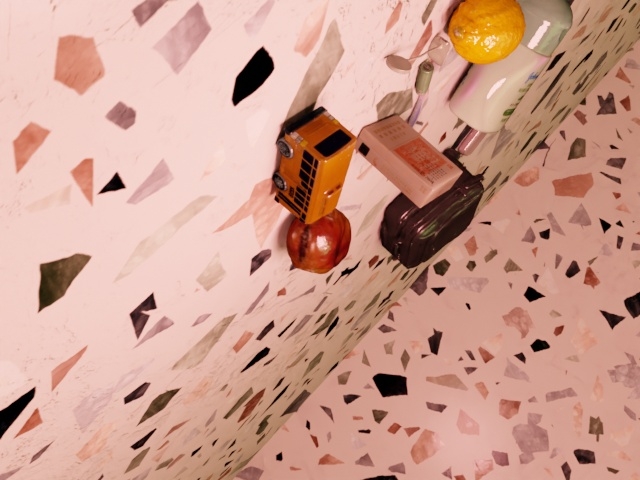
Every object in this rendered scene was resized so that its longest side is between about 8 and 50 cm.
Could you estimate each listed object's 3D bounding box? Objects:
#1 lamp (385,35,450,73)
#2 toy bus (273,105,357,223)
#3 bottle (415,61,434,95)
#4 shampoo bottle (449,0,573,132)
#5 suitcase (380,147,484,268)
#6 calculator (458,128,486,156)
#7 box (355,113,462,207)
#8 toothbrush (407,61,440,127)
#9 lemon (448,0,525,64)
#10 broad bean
[{"bbox_3d":[0.186,-0.347,1.249,0.198,0.050,0.056,-33,159,-42],"label":"lamp"},{"bbox_3d":[-0.011,-0.124,1.143,0.098,0.114,0.201,-38,160,-29],"label":"toy bus"},{"bbox_3d":[0.221,-0.344,1.374,0.030,0.030,0.083,-43,163,-17],"label":"bottle"},{"bbox_3d":[0.467,-0.440,1.565,0.222,0.151,0.349,-23,149,-51],"label":"shampoo bottle"},{"bbox_3d":[0.339,-0.078,2.033,0.339,0.188,0.345,-39,163,-11],"label":"suitcase"},{"bbox_3d":[0.505,-0.339,2.077,0.175,0.032,0.100,-54,162,20],"label":"calculator"},{"bbox_3d":[0.186,-0.173,1.371,0.141,0.201,0.058,-29,159,-45],"label":"box"},{"bbox_3d":[0.228,-0.317,1.467,0.027,0.021,0.269,-30,156,-33],"label":"toothbrush"},{"bbox_3d":[0.328,-0.422,1.281,0.187,0.142,0.142,-26,153,-38],"label":"lemon"},{"bbox_3d":[-0.002,-0.003,1.428,0.228,0.122,0.156,3,102,-76],"label":"broad bean"}]
